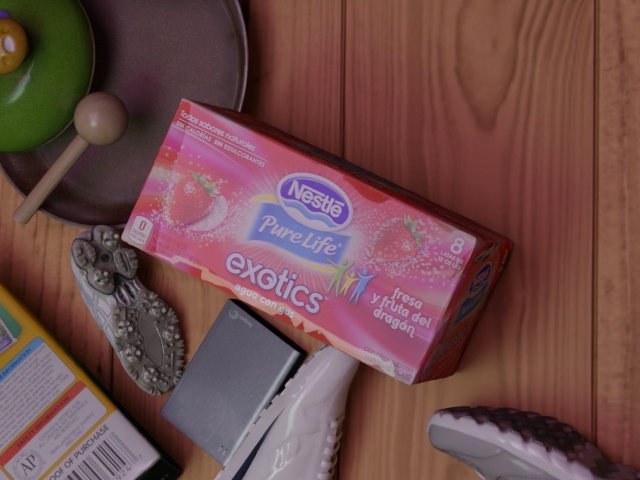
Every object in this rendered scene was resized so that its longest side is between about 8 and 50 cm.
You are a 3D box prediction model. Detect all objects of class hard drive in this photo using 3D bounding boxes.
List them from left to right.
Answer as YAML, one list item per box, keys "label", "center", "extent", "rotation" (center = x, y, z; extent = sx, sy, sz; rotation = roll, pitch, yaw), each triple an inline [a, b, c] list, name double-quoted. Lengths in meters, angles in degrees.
- label: "hard drive"
  center: [-0.083, 0.136, 1.877]
  extent: [0.094, 0.022, 0.135]
  rotation: [36, 102, 24]

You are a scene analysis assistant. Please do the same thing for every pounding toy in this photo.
- label: "pounding toy"
  center: [-0.311, -0.159, 1.912]
  extent: [0.183, 0.110, 0.237]
  rotation: [-39, 71, 19]

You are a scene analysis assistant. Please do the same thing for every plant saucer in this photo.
- label: "plant saucer"
  center: [-0.198, -0.163, 1.943]
  extent: [0.311, 0.050, 0.310]
  rotation: [-3, 84, 27]

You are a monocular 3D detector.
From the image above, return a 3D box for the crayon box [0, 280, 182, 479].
- label: "crayon box"
  center: [-0.317, 0.180, 1.925]
  extent: [0.203, 0.083, 0.323]
  rotation: [-44, 68, -4]

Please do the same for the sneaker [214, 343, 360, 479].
- label: "sneaker"
  center: [-0.019, 0.193, 1.817]
  extent: [0.095, 0.090, 0.235]
  rotation: [35, 105, 11]

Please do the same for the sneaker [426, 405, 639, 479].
- label: "sneaker"
  center: [0.203, 0.228, 1.684]
  extent: [0.281, 0.105, 0.115]
  rotation: [26, 104, 28]

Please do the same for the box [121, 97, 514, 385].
- label: "box"
  center: [0.000, 0.000, 1.752]
  extent: [0.300, 0.154, 0.142]
  rotation: [26, 97, 17]

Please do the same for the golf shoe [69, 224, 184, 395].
- label: "golf shoe"
  center: [-0.191, 0.070, 1.924]
  extent: [0.176, 0.069, 0.086]
  rotation: [65, 157, 0]
